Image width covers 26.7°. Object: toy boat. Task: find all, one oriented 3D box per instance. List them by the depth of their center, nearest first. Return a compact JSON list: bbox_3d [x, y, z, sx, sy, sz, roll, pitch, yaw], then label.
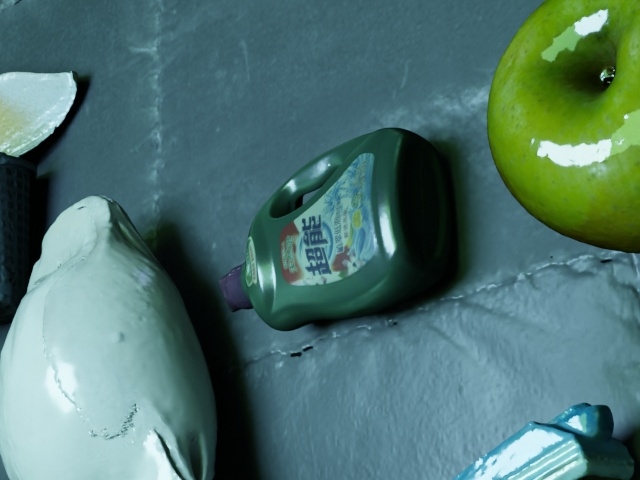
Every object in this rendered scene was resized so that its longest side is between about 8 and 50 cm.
[{"bbox_3d":[0.123,0.200,0.876,0.215,0.088,0.102,-42,55,26],"label":"toy boat"}]

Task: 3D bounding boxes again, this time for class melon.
[{"bbox_3d":[-0.345,-0.150,1.455,0.202,0.093,0.139,-29,30,14],"label":"melon"}]

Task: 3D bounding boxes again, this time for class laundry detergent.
[{"bbox_3d":[0.000,0.000,1.074,0.221,0.078,0.144,-21,61,42],"label":"laundry detergent"}]

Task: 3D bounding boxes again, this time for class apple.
[{"bbox_3d":[0.205,-0.081,0.835,0.196,0.157,0.197,-17,65,40],"label":"apple"}]

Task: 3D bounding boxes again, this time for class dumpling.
[{"bbox_3d":[-0.206,0.147,1.165,0.341,0.181,0.260,54,127,16],"label":"dumpling"}]

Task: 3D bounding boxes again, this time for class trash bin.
[{"bbox_3d":[-0.368,0.009,1.387,0.175,0.175,0.161,-19,77,40],"label":"trash bin"}]
